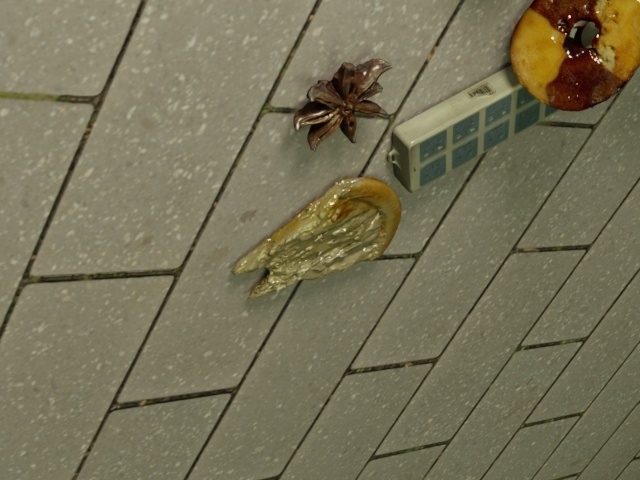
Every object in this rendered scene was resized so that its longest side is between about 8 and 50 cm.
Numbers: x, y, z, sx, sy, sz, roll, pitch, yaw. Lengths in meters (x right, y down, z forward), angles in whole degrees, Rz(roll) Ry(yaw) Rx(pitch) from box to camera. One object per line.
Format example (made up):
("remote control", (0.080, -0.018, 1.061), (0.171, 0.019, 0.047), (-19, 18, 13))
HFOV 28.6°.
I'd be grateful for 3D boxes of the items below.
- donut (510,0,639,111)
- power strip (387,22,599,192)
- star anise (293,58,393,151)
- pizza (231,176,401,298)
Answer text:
("donut", (0.334, -0.254, 1.579), (0.073, 0.166, 0.184), (-18, 136, -58))
("power strip", (0.251, -0.184, 1.681), (0.367, 0.043, 0.106), (-30, 147, -15))
("star anise", (0.023, -0.164, 1.477), (0.141, 0.042, 0.141), (-28, 149, -19))
("pizza", (0.000, 0.000, 1.665), (0.262, 0.034, 0.181), (-25, 146, -20))
